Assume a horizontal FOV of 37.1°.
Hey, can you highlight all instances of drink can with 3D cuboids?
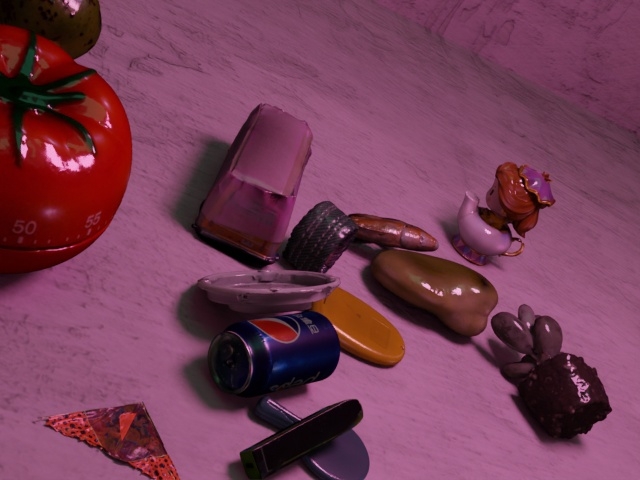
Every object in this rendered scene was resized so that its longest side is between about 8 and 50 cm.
[{"bbox_3d":[-0.069,0.175,1.475,0.205,0.118,0.118,-6,49,-48],"label":"drink can"}]

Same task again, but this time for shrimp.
[{"bbox_3d":[0.122,-0.018,1.975,0.254,0.059,0.145,10,-3,-6],"label":"shrimp"}]

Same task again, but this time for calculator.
[{"bbox_3d":[0.053,0.147,1.725,0.235,0.032,0.146,32,29,-8],"label":"calculator"}]

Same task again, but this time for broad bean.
[{"bbox_3d":[0.228,0.085,1.907,0.263,0.121,0.189,28,20,-8],"label":"broad bean"}]

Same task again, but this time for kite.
[{"bbox_3d":[-0.257,0.254,1.278,0.222,0.008,0.125,30,29,-7],"label":"kite"}]

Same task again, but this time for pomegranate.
[{"bbox_3d":[-0.526,-0.415,1.835,0.202,0.202,0.248,18,62,-28],"label":"pomegranate"}]

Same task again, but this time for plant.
[{"bbox_3d":[0.443,0.249,1.862,0.146,0.149,0.274,24,29,-49],"label":"plant"}]

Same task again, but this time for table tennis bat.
[{"bbox_3d":[-0.011,0.297,1.441,0.201,0.033,0.124,32,32,-7],"label":"table tennis bat"}]

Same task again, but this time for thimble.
[{"bbox_3d":[0.002,-0.002,1.788,0.090,0.135,0.118,40,34,11],"label":"thimble"}]

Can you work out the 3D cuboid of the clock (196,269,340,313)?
[{"bbox_3d":[-0.085,0.086,1.569,0.236,0.053,0.236,1,5,0],"label":"clock"}]

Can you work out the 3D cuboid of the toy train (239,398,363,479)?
[{"bbox_3d":[-0.024,0.284,1.386,0.209,0.042,0.044,-20,91,-40],"label":"toy train"}]

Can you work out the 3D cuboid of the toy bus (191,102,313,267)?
[{"bbox_3d":[-0.107,-0.126,1.835,0.171,0.162,0.386,28,29,-9],"label":"toy bus"}]

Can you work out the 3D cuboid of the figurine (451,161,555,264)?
[{"bbox_3d":[0.418,-0.068,2.176,0.189,0.263,0.142,33,28,-6],"label":"figurine"}]

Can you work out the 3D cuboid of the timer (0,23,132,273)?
[{"bbox_3d":[-0.463,-0.126,1.358,0.378,0.279,0.378,25,33,-17],"label":"timer"}]
